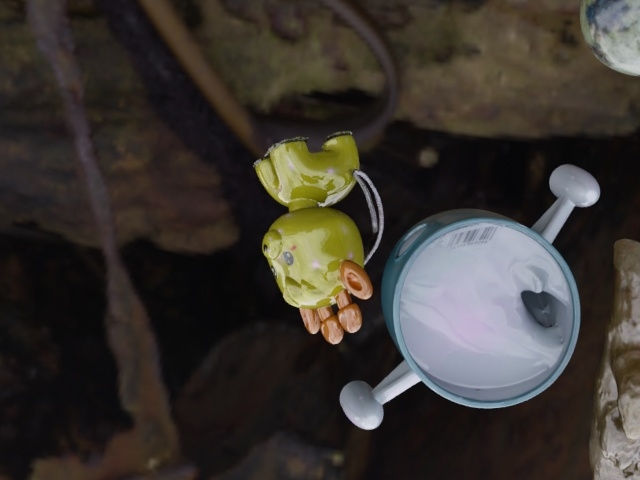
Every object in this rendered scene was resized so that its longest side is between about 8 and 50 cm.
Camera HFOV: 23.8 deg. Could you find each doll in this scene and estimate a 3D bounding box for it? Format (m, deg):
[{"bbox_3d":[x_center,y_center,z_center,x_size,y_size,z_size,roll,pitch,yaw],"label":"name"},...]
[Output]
[{"bbox_3d":[0.000,0.000,1.618,0.135,0.221,0.143,-4,160,-31],"label":"doll"}]

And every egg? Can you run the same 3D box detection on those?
[{"bbox_3d":[0.374,-0.254,1.689,0.181,0.141,0.141,-8,164,-29],"label":"egg"}]

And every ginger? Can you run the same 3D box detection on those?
[{"bbox_3d":[0.315,0.172,1.538,0.080,0.166,0.333,3,128,2],"label":"ginger"}]

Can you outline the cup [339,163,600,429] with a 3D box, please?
[{"bbox_3d":[0.128,0.047,1.339,0.167,0.300,0.173,44,-179,-12],"label":"cup"}]
